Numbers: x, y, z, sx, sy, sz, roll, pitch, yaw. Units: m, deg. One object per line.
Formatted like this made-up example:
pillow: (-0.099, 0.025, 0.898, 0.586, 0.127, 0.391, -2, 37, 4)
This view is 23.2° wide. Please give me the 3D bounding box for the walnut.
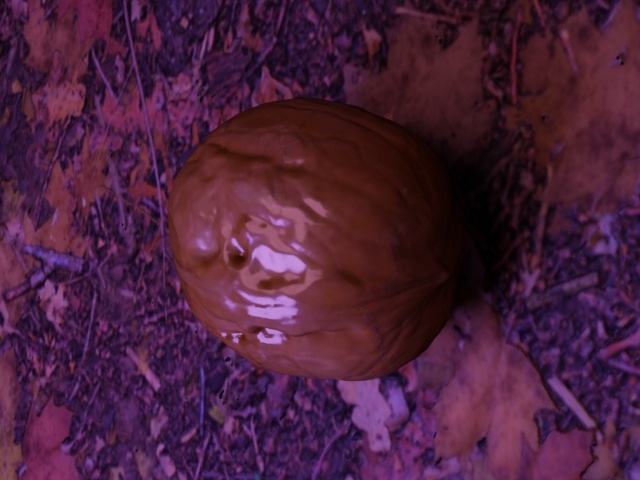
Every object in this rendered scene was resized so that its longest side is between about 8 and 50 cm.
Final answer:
walnut: (0.000, 0.000, 1.081, 0.221, 0.195, 0.195, 13, 97, 41)
